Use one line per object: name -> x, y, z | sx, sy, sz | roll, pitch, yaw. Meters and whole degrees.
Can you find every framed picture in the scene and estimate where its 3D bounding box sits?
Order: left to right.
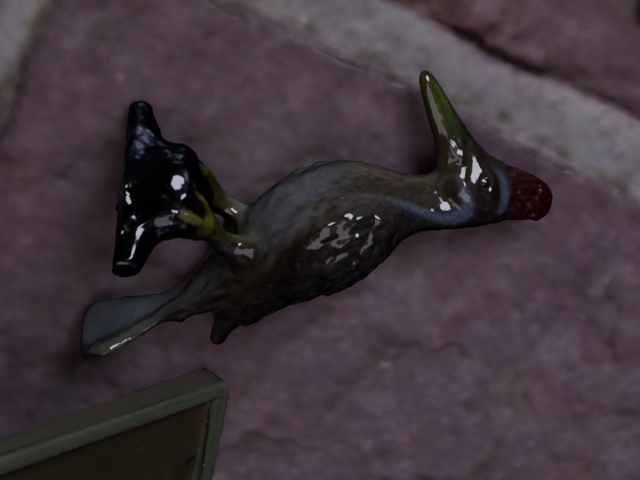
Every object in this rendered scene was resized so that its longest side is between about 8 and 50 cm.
framed picture -> -0.128, 0.187, 0.603 | 0.023, 0.189, 0.260 | 31, 120, 33

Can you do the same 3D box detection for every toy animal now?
toy animal -> -0.006, -0.007, 0.571 | 0.202, 0.070, 0.105 | -11, 127, -3
